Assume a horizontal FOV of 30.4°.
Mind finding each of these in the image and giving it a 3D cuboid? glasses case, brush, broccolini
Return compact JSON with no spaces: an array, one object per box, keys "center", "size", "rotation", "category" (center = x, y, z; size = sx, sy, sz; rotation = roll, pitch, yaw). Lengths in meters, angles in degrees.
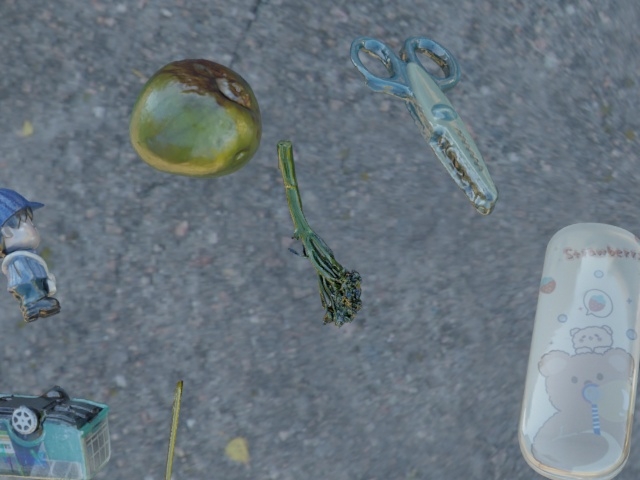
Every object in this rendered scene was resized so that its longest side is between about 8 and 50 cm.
[{"center":[0.192,0.077,0.851],"size":[0.081,0.051,0.204],"rotation":[6,59,13],"category":"glasses case"},{"center":[-0.162,0.254,1.251],"size":[0.010,0.082,0.218],"rotation":[9,63,-9],"category":"brush"},{"center":[-0.004,-0.008,1.595],"size":[0.123,0.062,0.272],"rotation":[-9,102,54],"category":"broccolini"}]

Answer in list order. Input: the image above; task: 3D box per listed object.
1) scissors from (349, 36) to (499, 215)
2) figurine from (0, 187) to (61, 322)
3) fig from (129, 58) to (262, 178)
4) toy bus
[{"center":[0.130,-0.137,1.317],"size":[0.289,0.138,0.041],"rotation":[66,146,37],"category":"scissors"},{"center":[-0.307,0.015,1.173],"size":[0.079,0.077,0.136],"rotation":[-8,78,-17],"category":"figurine"},{"center":[-0.184,-0.169,1.694],"size":[0.191,0.181,0.181],"rotation":[-22,84,24],"category":"fig"},{"center":[-0.389,0.235,1.451],"size":[0.261,0.091,0.109],"rotation":[1,106,19],"category":"toy bus"}]
